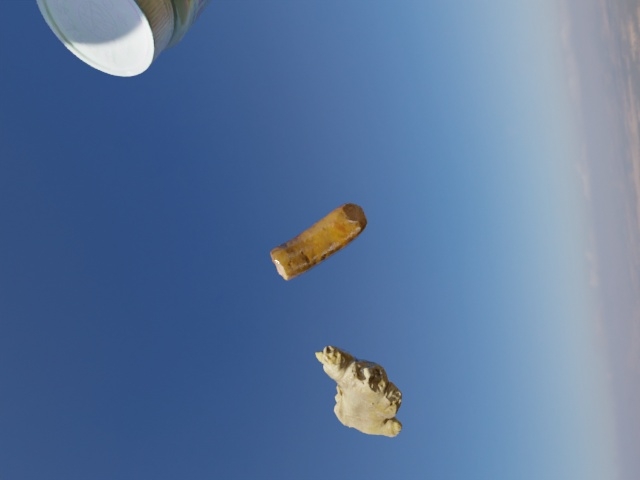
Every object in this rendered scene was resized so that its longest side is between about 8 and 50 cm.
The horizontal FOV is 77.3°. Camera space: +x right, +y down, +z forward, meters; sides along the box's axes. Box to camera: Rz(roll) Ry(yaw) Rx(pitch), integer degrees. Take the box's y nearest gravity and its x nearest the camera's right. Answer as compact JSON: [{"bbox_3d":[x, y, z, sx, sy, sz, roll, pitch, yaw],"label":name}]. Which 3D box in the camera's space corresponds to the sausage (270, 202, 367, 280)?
[{"bbox_3d":[0.001,0.002,1.031,0.271,0.109,0.109,-34,-60,-8],"label":"sausage"}]

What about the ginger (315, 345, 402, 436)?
[{"bbox_3d":[0.079,0.270,0.723,0.074,0.138,0.213,-58,-43,-59],"label":"ginger"}]

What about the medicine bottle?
[{"bbox_3d":[-0.203,-0.307,0.464,0.139,0.139,0.225,49,-138,-39],"label":"medicine bottle"}]
